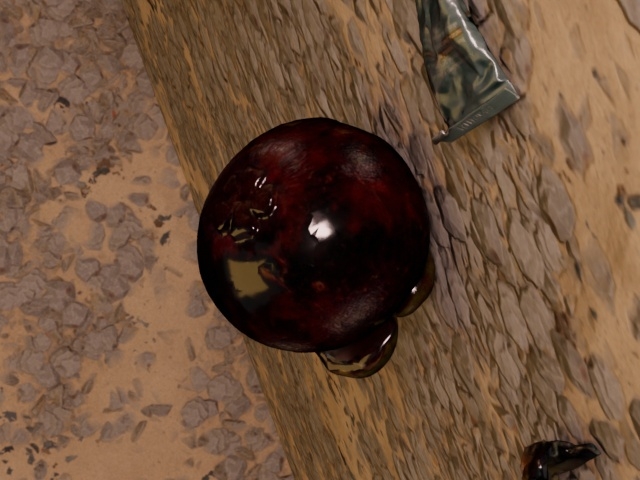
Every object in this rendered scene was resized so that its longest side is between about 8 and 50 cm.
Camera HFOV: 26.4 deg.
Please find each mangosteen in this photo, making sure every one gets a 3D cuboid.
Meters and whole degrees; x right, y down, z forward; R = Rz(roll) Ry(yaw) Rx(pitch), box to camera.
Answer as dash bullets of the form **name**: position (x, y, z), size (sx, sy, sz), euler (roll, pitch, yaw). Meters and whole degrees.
- **mangosteen**: position (0.000, 0.000, 1.122), size (0.210, 0.210, 0.210), euler (159, 90, -79)

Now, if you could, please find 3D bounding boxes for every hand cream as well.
- **hand cream**: position (0.048, -0.184, 0.885), size (0.075, 0.052, 0.248), euler (118, 130, -76)

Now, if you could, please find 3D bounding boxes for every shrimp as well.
- **shrimp**: position (0.185, 0.216, 0.951), size (0.289, 0.075, 0.178), euler (62, -175, -70)
